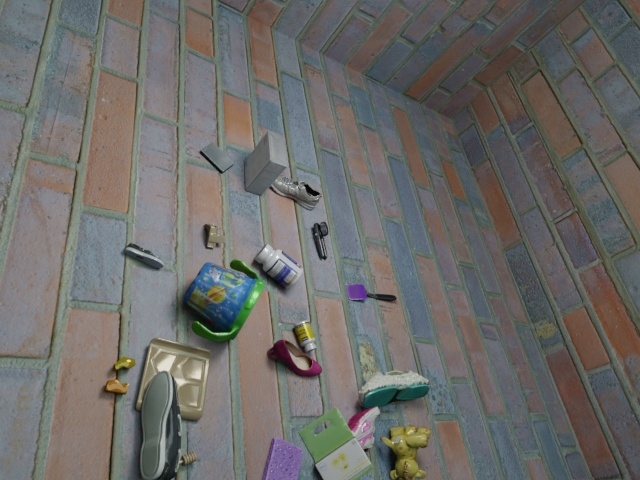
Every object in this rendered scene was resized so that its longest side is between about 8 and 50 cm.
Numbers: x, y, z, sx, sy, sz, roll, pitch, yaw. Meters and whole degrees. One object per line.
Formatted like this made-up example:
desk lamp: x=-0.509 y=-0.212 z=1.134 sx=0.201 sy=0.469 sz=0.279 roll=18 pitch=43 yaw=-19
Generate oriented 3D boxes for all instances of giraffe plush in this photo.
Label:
giraffe plush: x=0.338 y=0.834 z=1.870 sx=0.210 sy=0.181 sz=0.171 roll=-1 pitch=82 yaw=-53

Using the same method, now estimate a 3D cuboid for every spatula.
spatula: x=0.251 y=0.258 z=2.299 sx=0.296 sy=0.030 sz=0.084 roll=13 pitch=50 yaw=-34

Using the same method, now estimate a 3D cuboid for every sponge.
sponge: x=-0.131 y=0.774 z=1.589 sx=0.117 sy=0.031 sz=0.210 roll=33 pitch=43 yaw=-18

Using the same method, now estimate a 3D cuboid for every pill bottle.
pill bottle: x=-0.057 y=0.382 z=1.917 sx=0.065 sy=0.065 sz=0.116 roll=-5 pitch=64 yaw=-43
pill bottle: x=-0.173 y=0.102 z=1.989 sx=0.186 sy=0.112 sz=0.112 roll=40 pitch=42 yaw=-11

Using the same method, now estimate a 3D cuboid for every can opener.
can opener: x=0.000 y=0.000 z=2.257 sx=0.059 sy=0.073 sz=0.186 roll=16 pitch=60 yaw=-42

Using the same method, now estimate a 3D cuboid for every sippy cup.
sippy cup: x=-0.348 y=0.197 z=1.703 sx=0.224 sy=0.240 sz=0.305 roll=30 pitch=5 yaw=-6

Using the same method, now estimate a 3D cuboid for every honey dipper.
honey dipper: x=-0.443 y=0.659 z=1.409 sx=0.160 sy=0.030 sz=0.031 roll=-4 pitch=64 yaw=-39

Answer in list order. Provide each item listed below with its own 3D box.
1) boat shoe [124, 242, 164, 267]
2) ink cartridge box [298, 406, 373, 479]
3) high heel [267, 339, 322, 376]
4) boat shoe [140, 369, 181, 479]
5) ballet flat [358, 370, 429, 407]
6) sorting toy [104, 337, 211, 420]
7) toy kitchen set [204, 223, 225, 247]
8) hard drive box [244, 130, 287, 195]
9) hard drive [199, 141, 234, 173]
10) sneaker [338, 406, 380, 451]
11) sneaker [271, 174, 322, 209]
boat shoe: x=-0.614 y=0.051 z=1.695 sx=0.142 sy=0.049 sz=0.040 roll=28 pitch=45 yaw=-20
ink cartridge box: x=0.051 y=0.735 z=1.690 sx=0.171 sy=0.056 sz=0.235 roll=-31 pitch=82 yaw=-8
high heel: x=-0.074 y=0.441 z=1.819 sx=0.244 sy=0.117 sz=0.082 roll=32 pitch=44 yaw=-18
boat shoe: x=-0.458 y=0.538 z=1.410 sx=0.091 sy=0.114 sz=0.303 roll=41 pitch=40 yaw=-49
ballet flat: x=0.286 y=0.613 z=2.021 sx=0.408 sy=0.147 sz=0.147 roll=10 pitch=54 yaw=-39
sorting toy: x=-0.505 y=0.429 z=1.522 sx=0.307 sy=0.041 sz=0.229 roll=22 pitch=53 yaw=-27
toy kitchen set: x=-0.424 y=-0.017 z=1.923 sx=0.068 sy=0.075 sz=0.083 roll=8 pitch=95 yaw=-33
hard drive box: x=-0.249 y=-0.343 z=2.162 sx=0.089 sy=0.232 sz=0.181 roll=16 pitch=52 yaw=-32
hard drive: x=-0.462 y=-0.370 z=2.156 sx=0.135 sy=0.022 sz=0.094 roll=44 pitch=42 yaw=-6
sneaker: x=0.154 y=0.733 z=1.823 sx=0.252 sy=0.103 sz=0.111 roll=-35 pitch=87 yaw=-40
sneaker: x=-0.117 y=-0.259 z=2.301 sx=0.281 sy=0.115 sz=0.105 roll=26 pitch=46 yaw=-24
